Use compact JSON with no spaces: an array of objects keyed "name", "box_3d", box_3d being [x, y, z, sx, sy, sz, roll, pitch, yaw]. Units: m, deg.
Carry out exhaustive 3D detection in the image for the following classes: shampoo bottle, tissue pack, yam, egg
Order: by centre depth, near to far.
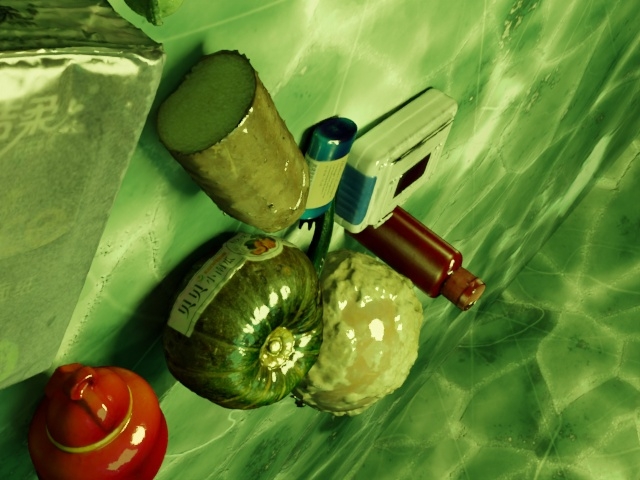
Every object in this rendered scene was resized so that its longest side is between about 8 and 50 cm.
[{"name":"tissue pack","box_3d":[-0.318,-0.015,0.819,0.288,0.124,0.394,-20,143,-53]},{"name":"yam","box_3d":[-0.093,-0.106,1.119,0.129,0.128,0.238,-19,154,10]},{"name":"shampoo bottle","box_3d":[-0.001,-0.093,1.416,0.087,0.050,0.183,-33,152,-45]},{"name":"egg","box_3d":[0.036,0.154,1.608,0.279,0.279,0.310,-36,157,-33]},{"name":"shampoo bottle","box_3d":[0.162,0.020,1.632,0.064,0.260,0.102,-20,141,-51]}]

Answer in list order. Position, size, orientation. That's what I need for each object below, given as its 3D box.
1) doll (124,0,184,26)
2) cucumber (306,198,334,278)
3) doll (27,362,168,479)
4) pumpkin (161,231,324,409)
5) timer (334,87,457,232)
[{"name":"doll","box_3d":[-0.148,-0.271,0.844,0.115,0.078,0.150,-92,-165,-63]},{"name":"cucumber","box_3d":[0.000,0.000,1.481,0.036,0.033,0.184,-23,-136,45]},{"name":"doll","box_3d":[-0.290,0.259,1.257,0.183,0.160,0.363,-39,155,-25]},{"name":"pumpkin","box_3d":[-0.115,0.117,1.370,0.260,0.189,0.260,-22,123,-40]},{"name":"timer","box_3d":[0.128,-0.128,1.567,0.253,0.078,0.178,-39,155,-38]}]
